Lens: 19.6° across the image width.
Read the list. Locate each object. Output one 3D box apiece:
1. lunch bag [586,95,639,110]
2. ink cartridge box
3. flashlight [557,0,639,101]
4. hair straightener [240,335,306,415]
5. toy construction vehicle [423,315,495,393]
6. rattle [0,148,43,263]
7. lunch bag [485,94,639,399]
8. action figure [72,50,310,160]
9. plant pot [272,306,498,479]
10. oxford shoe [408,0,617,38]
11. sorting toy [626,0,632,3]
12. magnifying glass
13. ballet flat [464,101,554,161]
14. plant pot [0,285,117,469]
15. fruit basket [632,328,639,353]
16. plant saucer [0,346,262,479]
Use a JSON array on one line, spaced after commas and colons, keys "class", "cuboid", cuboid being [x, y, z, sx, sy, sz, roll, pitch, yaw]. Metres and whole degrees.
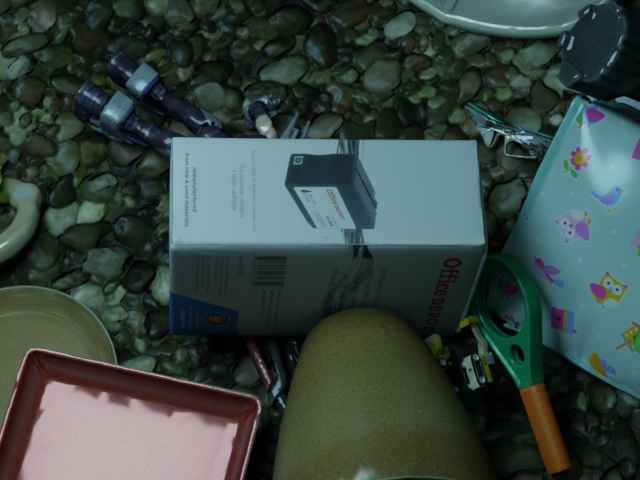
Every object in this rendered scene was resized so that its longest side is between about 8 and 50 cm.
[{"class": "lunch bag", "cuboid": [0.334, -0.151, 2.033, 0.083, 0.053, 0.071, -4, 66, -3]}, {"class": "ink cartridge box", "cuboid": [0.000, 0.000, 1.888, 0.307, 0.223, 0.129, 1, 63, -5]}, {"class": "flashlight", "cuboid": [0.369, -0.178, 1.902, 0.103, 0.304, 0.103, -13, 71, 40]}, {"class": "hair straightener", "cuboid": [-0.045, 0.091, 1.982, 0.089, 0.047, 0.230, -24, 63, -3]}, {"class": "toy construction vehicle", "cuboid": [0.144, 0.137, 1.916, 0.035, 0.086, 0.098, 1, 64, -38]}, {"class": "rattle", "cuboid": [-0.394, -0.020, 2.028, 0.130, 0.142, 0.199, 25, 55, 13]}, {"class": "lunch bag", "cuboid": [0.312, 0.014, 1.896, 0.223, 0.160, 0.262, 30, 106, 21]}, {"class": "action figure", "cuboid": [-0.132, -0.109, 2.070, 0.285, 0.099, 0.185, 32, 66, 18]}, {"class": "plant pot", "cuboid": [0.055, 0.200, 1.835, 0.237, 0.237, 0.254, -11, 48, 4]}, {"class": "oxford shoe", "cuboid": [0.131, -0.359, 2.126, 0.449, 0.130, 0.169, 27, 70, 19]}, {"class": "sorting toy", "cuboid": [0.487, -0.290, 2.086, 0.307, 0.041, 0.229, -4, 62, 14]}, {"class": "magnifying glass", "cuboid": [0.208, 0.124, 1.888, 0.026, 0.092, 0.231, -13, 83, -35]}, {"class": "ballet flat", "cuboid": [0.204, -0.116, 2.047, 0.114, 0.041, 0.041, 25, 71, 21]}, {"class": "plant pot", "cuboid": [-0.330, 0.162, 2.004, 0.236, 0.032, 0.236, -3, 65, 7]}, {"class": "fruit basket", "cuboid": [0.504, 0.136, 1.760, 0.392, 0.392, 0.283, -44, 48, -12]}, {"class": "plant saucer", "cuboid": [-0.211, 0.260, 1.904, 0.259, 0.047, 0.258, 12, 71, 7]}]
